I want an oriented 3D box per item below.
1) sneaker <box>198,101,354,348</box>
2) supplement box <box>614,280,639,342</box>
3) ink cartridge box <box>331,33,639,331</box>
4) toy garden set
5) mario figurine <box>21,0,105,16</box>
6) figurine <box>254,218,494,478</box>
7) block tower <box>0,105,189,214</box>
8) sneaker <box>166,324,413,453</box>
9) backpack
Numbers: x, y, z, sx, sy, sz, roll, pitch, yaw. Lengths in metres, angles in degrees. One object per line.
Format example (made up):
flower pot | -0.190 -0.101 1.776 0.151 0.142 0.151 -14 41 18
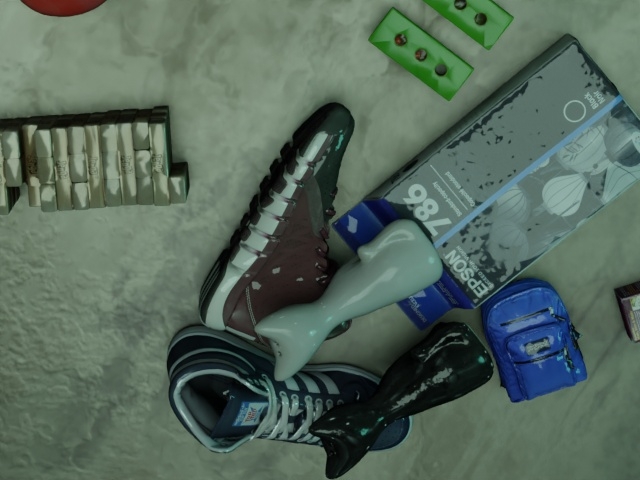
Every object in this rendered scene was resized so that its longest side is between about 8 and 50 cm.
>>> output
sneaker | 0.000 0.000 1.867 0.162 0.106 0.281 29 108 -11
supplement box | 0.368 0.070 1.909 0.083 0.043 0.055 -17 103 3
ink cartridge box | 0.188 -0.052 1.870 0.332 0.065 0.165 -40 101 9
toy garden set | 0.127 -0.304 1.816 0.204 0.049 0.244 37 105 -4
mario figurine | -0.214 -0.374 1.782 0.198 0.170 0.320 31 92 29
figurine | 0.048 0.112 1.817 0.209 0.092 0.215 -35 114 -17
block tower | -0.308 -0.080 1.845 0.335 0.091 0.097 -3 104 0
sneaker | -0.035 0.182 1.877 0.282 0.153 0.099 18 103 -5
backpack | 0.231 0.104 1.889 0.098 0.101 0.120 -19 99 -3
